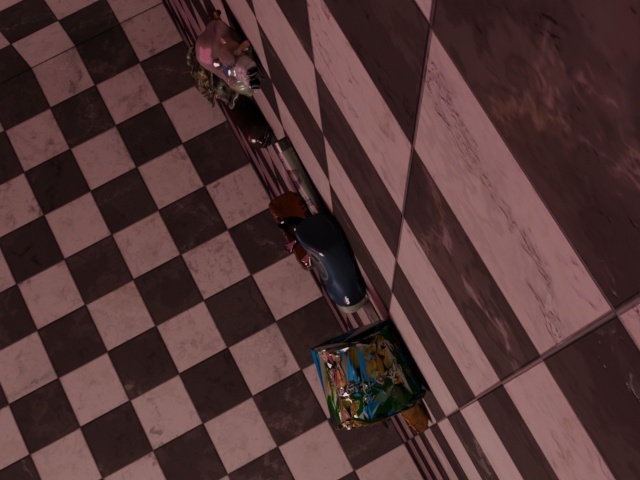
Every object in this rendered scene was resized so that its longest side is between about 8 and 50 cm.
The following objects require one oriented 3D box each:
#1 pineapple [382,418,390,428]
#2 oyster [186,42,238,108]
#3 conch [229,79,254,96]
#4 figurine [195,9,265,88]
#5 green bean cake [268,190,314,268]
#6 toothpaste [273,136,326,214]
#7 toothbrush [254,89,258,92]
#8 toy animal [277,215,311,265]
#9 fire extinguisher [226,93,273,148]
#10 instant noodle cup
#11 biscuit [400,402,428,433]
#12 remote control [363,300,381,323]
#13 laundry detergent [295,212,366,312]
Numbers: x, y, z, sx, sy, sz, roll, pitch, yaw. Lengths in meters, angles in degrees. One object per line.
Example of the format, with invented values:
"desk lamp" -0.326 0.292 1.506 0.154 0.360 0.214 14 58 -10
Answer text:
"pineapple" 0.143 0.397 2.310 0.166 0.165 0.365 58 175 45
"oyster" -0.273 -0.449 2.198 0.351 0.158 0.162 -111 38 -64
"conch" -0.187 -0.382 1.962 0.088 0.065 0.180 60 -179 8
"figurine" -0.200 -0.396 1.805 0.229 0.112 0.137 47 162 35
"green bean cake" -0.059 -0.029 2.424 0.233 0.097 0.198 61 177 8
"toothpaste" -0.038 -0.131 1.975 0.239 0.039 0.062 61 169 -11
"toothbrush" -0.179 -0.413 2.029 0.013 0.011 0.131 -87 -24 -54
"toy animal" 0.002 0.001 2.128 0.218 0.116 0.179 32 -165 18
"fire extinguisher" -0.186 -0.324 2.316 0.268 0.072 0.089 57 137 49
"instant noodle cup" 0.101 0.292 1.885 0.240 0.240 0.178 -171 61 -84
"biscuit" 0.217 0.416 2.108 0.183 0.061 0.118 49 174 -24
"remote control" 0.167 0.258 2.073 0.245 0.022 0.077 62 177 1
"laundry detergent" 0.042 0.070 1.978 0.143 0.094 0.290 40 164 45
